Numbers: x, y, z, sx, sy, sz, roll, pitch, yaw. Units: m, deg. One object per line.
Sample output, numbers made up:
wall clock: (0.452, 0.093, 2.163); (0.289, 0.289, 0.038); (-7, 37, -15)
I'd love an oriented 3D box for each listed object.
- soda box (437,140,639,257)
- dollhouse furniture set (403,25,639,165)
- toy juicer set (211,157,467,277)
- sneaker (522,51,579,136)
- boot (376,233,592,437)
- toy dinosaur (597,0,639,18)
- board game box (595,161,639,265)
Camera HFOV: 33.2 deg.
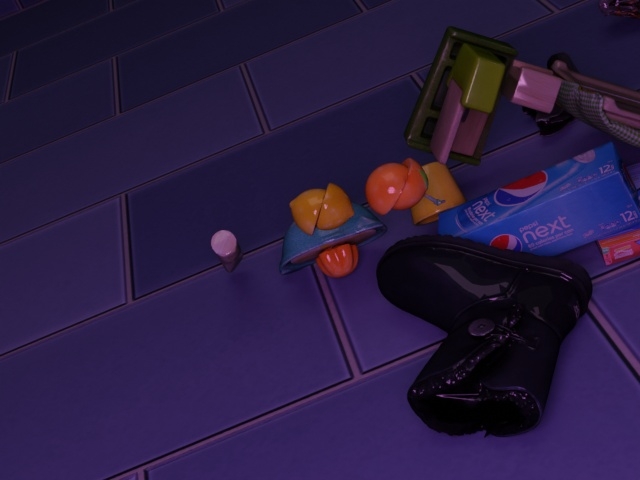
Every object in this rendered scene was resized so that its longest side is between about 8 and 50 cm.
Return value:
soda box: (0.236, -0.026, 1.168); (0.210, 0.071, 0.067); (-23, 29, 21)
dollhouse furniture set: (0.276, -0.124, 1.266); (0.301, 0.151, 0.197); (14, 20, -12)
toy juicer set: (0.000, 0.000, 1.242); (0.329, 0.090, 0.209); (-22, -9, 17)
sneaker: (0.308, -0.198, 1.442); (0.089, 0.051, 0.170); (-17, 34, 1)
boot: (0.129, 0.092, 1.067); (0.246, 0.094, 0.207); (7, 38, 31)
toy dinosaur: (0.543, -0.367, 1.472); (0.322, 0.164, 0.218); (-31, 7, 30)
board game box: (0.430, -0.061, 1.174); (0.281, 0.027, 0.145); (-17, 30, 9)
